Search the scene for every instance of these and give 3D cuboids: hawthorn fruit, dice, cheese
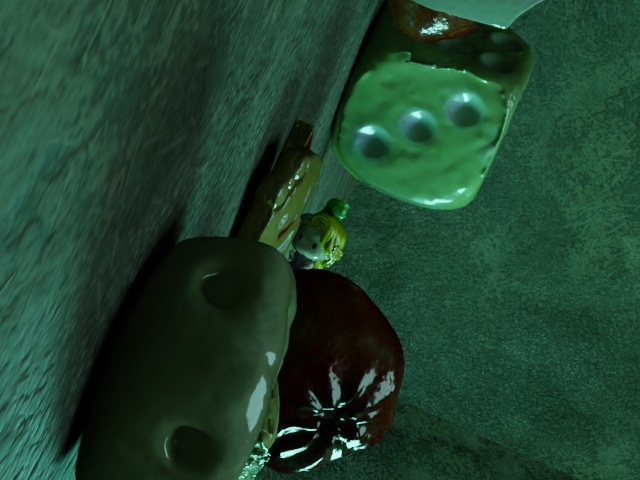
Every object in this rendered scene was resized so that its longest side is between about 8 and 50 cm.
[{"bbox_3d":[0.151,-0.364,1.607,0.203,0.162,0.163,70,40,-60],"label":"hawthorn fruit"},{"bbox_3d":[0.172,-0.215,1.889,0.254,0.251,0.250,-64,175,-55],"label":"dice"},{"bbox_3d":[-0.025,0.155,1.613,0.254,0.254,0.300,-67,-155,19],"label":"hawthorn fruit"},{"bbox_3d":[-0.092,0.107,0.897,0.218,0.117,0.235,-21,133,-88],"label":"cheese"}]

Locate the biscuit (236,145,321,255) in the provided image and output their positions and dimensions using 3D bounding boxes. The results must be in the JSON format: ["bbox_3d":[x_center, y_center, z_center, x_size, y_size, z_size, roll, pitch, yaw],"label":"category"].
[{"bbox_3d":[-0.056,0.000,1.287,0.184,0.035,0.249,-49,167,-55],"label":"biscuit"}]

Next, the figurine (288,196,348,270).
[{"bbox_3d":[0.000,0.000,1.986,0.156,0.094,0.115,-63,166,7],"label":"figurine"}]

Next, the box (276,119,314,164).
[{"bbox_3d":[-0.039,-0.073,1.406,0.133,0.023,0.090,106,6,-71],"label":"box"}]

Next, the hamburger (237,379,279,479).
[{"bbox_3d":[-0.111,0.172,1.230,0.262,0.124,0.131,118,-22,-67],"label":"hamburger"}]

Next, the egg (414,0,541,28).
[{"bbox_3d":[0.141,-0.335,1.304,0.271,0.161,0.207,29,-47,61],"label":"egg"}]
